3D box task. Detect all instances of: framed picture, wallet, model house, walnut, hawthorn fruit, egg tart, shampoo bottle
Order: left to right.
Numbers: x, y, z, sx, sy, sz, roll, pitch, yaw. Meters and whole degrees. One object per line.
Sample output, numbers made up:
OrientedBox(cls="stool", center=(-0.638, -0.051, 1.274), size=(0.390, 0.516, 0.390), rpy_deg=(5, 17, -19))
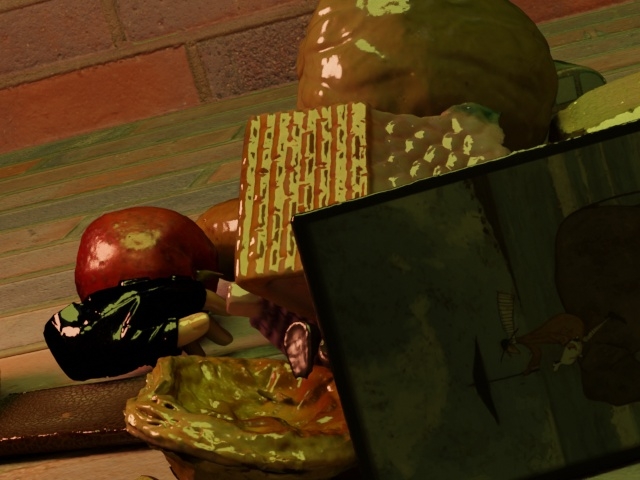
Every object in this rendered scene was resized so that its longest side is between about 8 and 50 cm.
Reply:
OrientedBox(cls="wallet", center=(-0.261, 0.191, 1.482), size=(0.243, 0.039, 0.133), rpy_deg=(-8, 20, 21))
OrientedBox(cls="hawthorn fruit", center=(-0.198, 0.040, 1.697), size=(0.200, 0.179, 0.179), rpy_deg=(-6, 18, 27))
OrientedBox(cls="egg tart", center=(-0.056, 0.166, 1.184), size=(0.241, 0.106, 0.241), rpy_deg=(7, 12, -2))
OrientedBox(cls="walnut", center=(-0.075, -0.002, 1.804), size=(0.245, 0.137, 0.137), rpy_deg=(2, 22, 33))
OrientedBox(cls="model house", center=(0.033, -0.003, 1.274), size=(0.237, 0.202, 0.237), rpy_deg=(7, -31, -10))
OrientedBox(cls="shampoo bottle", center=(0.066, 0.109, 1.176), size=(0.236, 0.067, 0.068), rpy_deg=(18, 29, -38))
OrientedBox(cls="walnut", center=(0.105, -0.157, 1.478), size=(0.276, 0.282, 0.253), rpy_deg=(17, 51, -11))
OrientedBox(cls="framed picture", center=(0.174, 0.060, 1.089), size=(0.347, 0.265, 0.016), rpy_deg=(-15, 3, -1))

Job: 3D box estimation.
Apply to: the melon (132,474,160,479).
OrientedBox(cls="melon", center=(-0.165, 0.246, 1.103), size=(0.128, 0.079, 0.160), rpy_deg=(-23, 17, -29))

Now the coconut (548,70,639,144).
OrientedBox(cls="coconut", center=(0.373, -0.080, 1.454), size=(0.245, 0.233, 0.233), rpy_deg=(-16, 15, 0))

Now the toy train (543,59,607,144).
OrientedBox(cls="toy train", center=(0.282, -0.176, 2.029), size=(0.326, 0.159, 0.129), rpy_deg=(-16, 17, -8))

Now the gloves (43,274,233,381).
OrientedBox(cls="gloves", center=(-0.194, 0.098, 1.569), size=(0.203, 0.124, 0.164), rpy_deg=(-22, 11, -23))
